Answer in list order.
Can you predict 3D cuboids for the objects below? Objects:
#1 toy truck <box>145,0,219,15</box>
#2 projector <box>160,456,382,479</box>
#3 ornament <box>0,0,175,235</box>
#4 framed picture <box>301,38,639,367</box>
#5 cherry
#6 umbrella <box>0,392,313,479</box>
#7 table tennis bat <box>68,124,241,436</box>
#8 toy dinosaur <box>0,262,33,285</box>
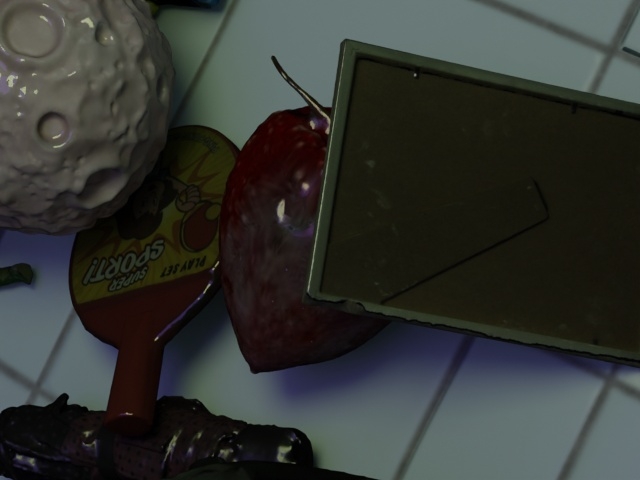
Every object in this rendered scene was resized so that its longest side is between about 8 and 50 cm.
[{"bbox_3d":[-0.265,-0.321,1.625,0.385,0.162,0.161,11,84,29],"label":"toy truck"},{"bbox_3d":[-0.111,0.330,1.244,0.395,0.405,0.242,-23,68,20],"label":"projector"},{"bbox_3d":[-0.244,-0.131,1.494,0.225,0.259,0.259,8,80,-4],"label":"ornament"},{"bbox_3d":[0.140,-0.027,1.325,0.289,0.020,0.211,11,80,-13],"label":"framed picture"},{"bbox_3d":[0.000,0.000,1.402,0.192,0.175,0.250,26,92,13],"label":"cherry"},{"bbox_3d":[-0.154,0.181,1.485,0.326,0.090,0.094,-2,73,26],"label":"umbrella"},{"bbox_3d":[-0.147,0.029,1.503,0.200,0.038,0.310,-17,50,30],"label":"table tennis bat"},{"bbox_3d":[-0.430,0.006,1.671,0.301,0.087,0.447,-18,76,30],"label":"toy dinosaur"}]
